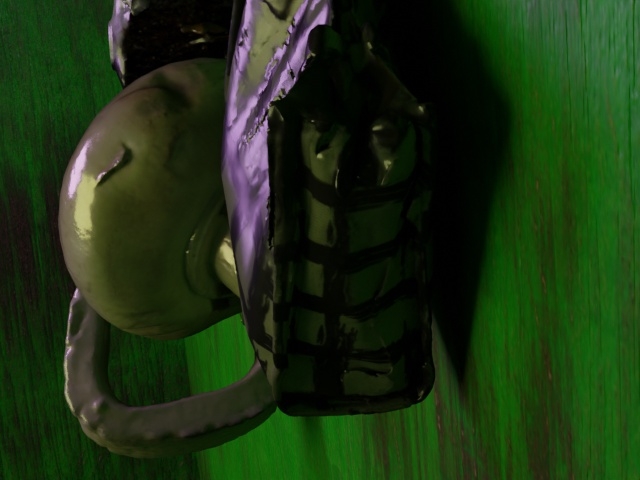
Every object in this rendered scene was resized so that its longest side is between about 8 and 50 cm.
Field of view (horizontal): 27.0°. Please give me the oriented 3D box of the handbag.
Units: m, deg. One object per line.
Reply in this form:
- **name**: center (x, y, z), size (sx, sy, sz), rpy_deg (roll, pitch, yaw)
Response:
- **handbag**: center (0.006, -0.080, 1.049), size (0.327, 0.162, 0.325), rpy_deg (95, 168, -48)

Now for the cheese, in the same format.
- **cheese**: center (-0.197, 0.139, 1.816), size (0.153, 0.332, 0.292), rpy_deg (116, 132, -70)

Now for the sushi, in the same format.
- **sushi**: center (-0.149, -0.263, 1.605), size (0.348, 0.207, 0.234), rpy_deg (105, 165, -62)

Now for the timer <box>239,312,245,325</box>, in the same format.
- **timer**: center (-0.114, 0.060, 2.087), size (0.140, 0.047, 0.128), rpy_deg (93, 165, -45)

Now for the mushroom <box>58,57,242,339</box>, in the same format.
- **mushroom**: center (-0.113, -0.015, 1.430), size (0.356, 0.315, 0.315), rpy_deg (57, 175, -13)
